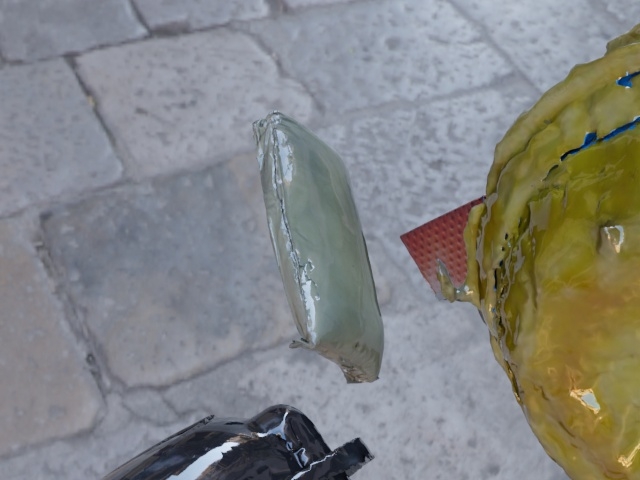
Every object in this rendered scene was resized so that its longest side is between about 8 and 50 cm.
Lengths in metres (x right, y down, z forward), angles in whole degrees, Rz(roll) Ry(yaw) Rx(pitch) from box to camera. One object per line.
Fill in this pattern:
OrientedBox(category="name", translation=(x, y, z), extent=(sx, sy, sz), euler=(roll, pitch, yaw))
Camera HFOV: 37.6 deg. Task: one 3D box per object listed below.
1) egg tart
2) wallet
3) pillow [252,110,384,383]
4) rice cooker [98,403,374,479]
OrientedBox(category="egg tart", translation=(0.243, 0.057, 0.571), extent=(0.388, 0.388, 0.169), euler=(32, 41, 21))
OrientedBox(category="wallet", translation=(0.168, 0.015, 1.122), extent=(0.020, 0.196, 0.103), euler=(-29, 90, -25))
OrientedBox(category="pillow", translation=(0.000, 0.000, 0.709), extent=(0.053, 0.119, 0.208), euler=(-24, 62, 26))
OrientedBox(category="rice cooker", translation=(-0.058, 0.145, 0.342), extent=(0.203, 0.142, 0.118), euler=(-34, 78, -13))
